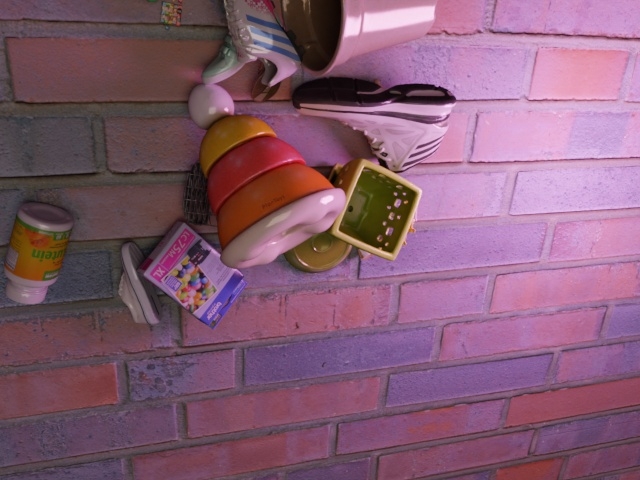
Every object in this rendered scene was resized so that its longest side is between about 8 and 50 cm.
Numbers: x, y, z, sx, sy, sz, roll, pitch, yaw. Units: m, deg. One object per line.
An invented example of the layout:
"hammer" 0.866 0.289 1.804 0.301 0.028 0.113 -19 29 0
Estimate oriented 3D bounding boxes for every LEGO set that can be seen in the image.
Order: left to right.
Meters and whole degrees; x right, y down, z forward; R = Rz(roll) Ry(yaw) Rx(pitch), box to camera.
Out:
"LEGO set" 0.234 -0.050 1.952 0.132 0.107 0.287 29 112 8

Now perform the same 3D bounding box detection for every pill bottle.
"pill bottle" -0.744 0.037 1.635 0.136 0.136 0.246 15 109 -24

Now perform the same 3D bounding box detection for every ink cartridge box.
"ink cartridge box" -0.350 0.110 1.801 0.311 0.065 0.186 47 70 -34

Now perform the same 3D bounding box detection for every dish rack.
"dish rack" -0.247 -0.126 1.756 0.271 0.074 0.209 6 111 -18

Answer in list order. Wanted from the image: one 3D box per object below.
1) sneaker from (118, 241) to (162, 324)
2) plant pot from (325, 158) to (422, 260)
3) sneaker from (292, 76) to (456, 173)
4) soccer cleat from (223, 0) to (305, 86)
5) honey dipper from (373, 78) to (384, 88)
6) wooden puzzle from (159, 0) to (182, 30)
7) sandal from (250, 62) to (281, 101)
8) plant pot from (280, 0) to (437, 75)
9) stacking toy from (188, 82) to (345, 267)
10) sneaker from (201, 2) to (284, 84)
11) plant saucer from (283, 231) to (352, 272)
"sneaker" -0.533 0.131 1.777 0.091 0.094 0.258 -9 110 8
"plant pot" 0.116 -0.093 1.789 0.227 0.207 0.228 24 87 -27
"sneaker" 0.138 -0.299 1.740 0.446 0.169 0.258 2 127 -7
"soccer cleat" -0.169 -0.508 1.464 0.143 0.116 0.331 -44 123 -5
"honey dipper" 0.206 -0.401 1.791 0.030 0.030 0.160 -46 117 7
"wooden puzzle" -0.368 -0.559 1.542 0.049 0.006 0.083 4 113 -20
"sandal" -0.135 -0.451 1.644 0.072 0.049 0.180 7 116 -35
"plant pot" 0.108 -0.590 1.525 0.305 0.334 0.334 -14 119 -23
"stacking toy" -0.184 -0.200 1.585 0.350 0.350 0.480 -28 82 -3
"sneaker" -0.229 -0.515 1.556 0.256 0.094 0.151 -43 126 -6
"plant saucer" 0.000 0.000 1.914 0.240 0.037 0.241 -7 116 -15
